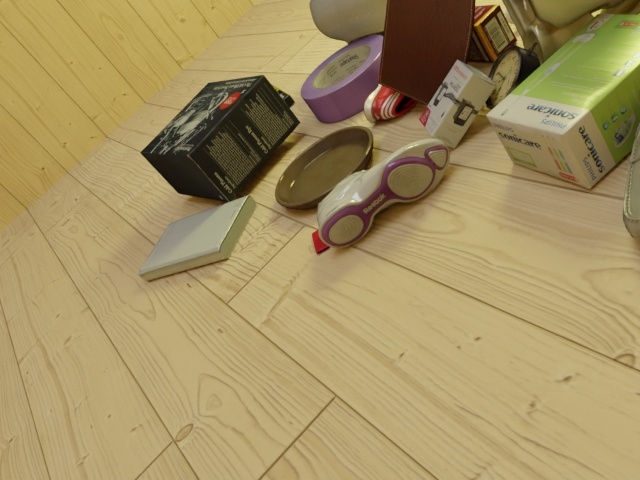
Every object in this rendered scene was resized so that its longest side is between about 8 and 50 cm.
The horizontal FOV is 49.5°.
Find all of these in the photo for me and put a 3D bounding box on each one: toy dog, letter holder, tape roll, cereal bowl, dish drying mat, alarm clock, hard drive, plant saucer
[{"bbox_3d":[0.537,-0.561,1.277,0.407,0.285,0.395,-27,-13,8],"label":"toy dog"},{"bbox_3d":[0.267,-0.464,1.517,0.214,0.302,0.152,32,51,28],"label":"letter holder"},{"bbox_3d":[0.081,-0.446,1.913,0.274,0.090,0.275,-29,31,19],"label":"tape roll"},{"bbox_3d":[0.143,-0.658,2.016,0.338,0.141,0.339,-12,6,1],"label":"cereal bowl"},{"bbox_3d":[0.000,0.000,1.460,0.032,0.008,0.083,-32,29,10],"label":"dish drying mat"},{"bbox_3d":[0.375,-0.313,1.385,0.192,0.064,0.129,173,111,-72],"label":"alarm clock"},{"bbox_3d":[-0.321,-0.004,1.799,0.307,0.040,0.203,-16,36,36],"label":"hard drive"},{"bbox_3d":[0.013,-0.168,1.649,0.277,0.041,0.278,-29,31,19],"label":"plant saucer"}]

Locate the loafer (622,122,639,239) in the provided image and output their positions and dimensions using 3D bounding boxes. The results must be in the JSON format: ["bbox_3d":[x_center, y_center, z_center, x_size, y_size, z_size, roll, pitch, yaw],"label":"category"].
[{"bbox_3d":[0.491,-0.135,0.984,0.112,0.111,0.319,-7,42,44],"label":"loafer"}]

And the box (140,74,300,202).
[{"bbox_3d":[-0.288,-0.289,1.954,0.312,0.179,0.343,-52,31,-18],"label":"box"}]

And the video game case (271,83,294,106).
[{"bbox_3d":[-0.230,-0.397,2.253,0.275,0.035,0.248,-40,29,-1],"label":"video game case"}]

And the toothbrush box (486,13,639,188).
[{"bbox_3d":[0.459,-0.242,1.162,0.283,0.122,0.206,-41,28,-6],"label":"toothbrush box"}]

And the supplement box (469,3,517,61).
[{"bbox_3d":[0.358,-0.489,1.641,0.081,0.104,0.188,-44,29,-10],"label":"supplement box"}]

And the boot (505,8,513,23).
[{"bbox_3d":[0.519,-0.573,1.611,0.190,0.069,0.086,-43,26,-12],"label":"boot"}]

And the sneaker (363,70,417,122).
[{"bbox_3d":[0.204,-0.379,1.708,0.128,0.087,0.221,5,62,40],"label":"sneaker"}]

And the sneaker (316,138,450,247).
[{"bbox_3d":[0.112,-0.118,1.388,0.305,0.114,0.152,-33,31,10],"label":"sneaker"}]

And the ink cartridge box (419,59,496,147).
[{"bbox_3d":[0.279,-0.282,1.424,0.150,0.063,0.109,-59,21,22],"label":"ink cartridge box"}]
